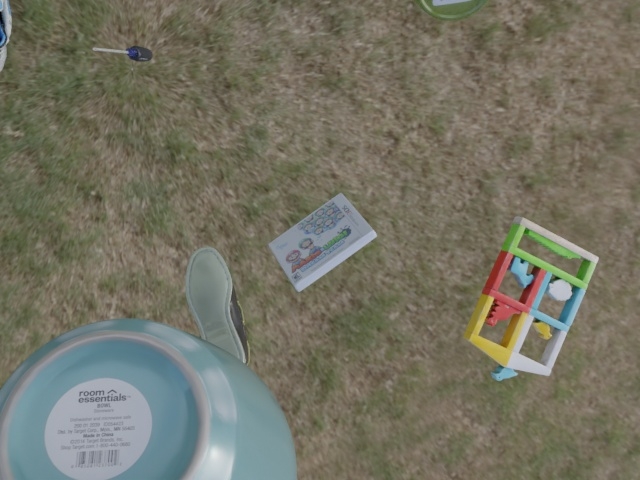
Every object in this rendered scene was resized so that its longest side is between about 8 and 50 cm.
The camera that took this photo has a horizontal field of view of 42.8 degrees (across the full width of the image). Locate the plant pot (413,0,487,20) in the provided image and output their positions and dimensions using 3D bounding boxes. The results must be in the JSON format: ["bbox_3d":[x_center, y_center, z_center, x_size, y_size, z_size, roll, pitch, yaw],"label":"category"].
[{"bbox_3d":[0.225,-0.540,1.490,0.274,0.294,0.275,-1,139,-1],"label":"plant pot"}]

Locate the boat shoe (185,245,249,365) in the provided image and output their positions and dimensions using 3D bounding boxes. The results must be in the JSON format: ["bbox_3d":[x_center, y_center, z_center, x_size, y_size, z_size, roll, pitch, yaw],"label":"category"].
[{"bbox_3d":[-0.174,0.124,1.386,0.081,0.069,0.228,-15,74,4],"label":"boat shoe"}]

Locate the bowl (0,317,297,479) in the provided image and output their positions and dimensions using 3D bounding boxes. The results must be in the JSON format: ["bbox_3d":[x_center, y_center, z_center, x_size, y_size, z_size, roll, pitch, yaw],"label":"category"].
[{"bbox_3d":[-0.177,0.196,0.742,0.311,0.163,0.312,0,59,0],"label":"bowl"}]

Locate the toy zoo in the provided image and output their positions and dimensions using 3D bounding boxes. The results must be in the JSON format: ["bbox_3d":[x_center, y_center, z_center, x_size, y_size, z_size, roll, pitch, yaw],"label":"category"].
[{"bbox_3d":[0.389,0.127,1.535,0.192,0.030,0.293,26,87,-19],"label":"toy zoo"}]

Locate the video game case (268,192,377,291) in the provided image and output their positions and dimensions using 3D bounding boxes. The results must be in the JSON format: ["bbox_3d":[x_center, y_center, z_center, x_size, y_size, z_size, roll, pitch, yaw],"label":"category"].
[{"bbox_3d":[0.000,0.000,1.356,0.157,0.143,0.019,-36,127,-1],"label":"video game case"}]

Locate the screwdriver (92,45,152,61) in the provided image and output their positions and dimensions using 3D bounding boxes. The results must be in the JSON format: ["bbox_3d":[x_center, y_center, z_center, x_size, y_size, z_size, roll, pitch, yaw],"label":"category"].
[{"bbox_3d":[-0.282,-0.272,1.178,0.025,0.170,0.024,-10,97,11],"label":"screwdriver"}]

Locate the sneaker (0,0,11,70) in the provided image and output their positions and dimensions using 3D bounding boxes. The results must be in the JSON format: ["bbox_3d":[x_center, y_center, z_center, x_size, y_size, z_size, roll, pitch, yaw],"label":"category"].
[{"bbox_3d":[-0.426,-0.255,1.020,0.085,0.237,0.086,-27,84,-23],"label":"sneaker"}]
